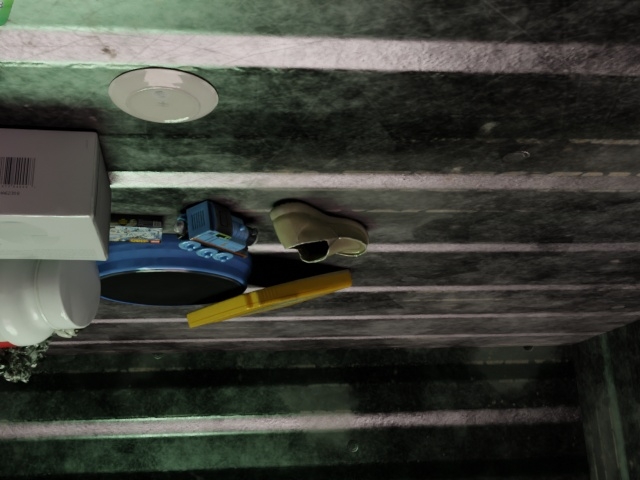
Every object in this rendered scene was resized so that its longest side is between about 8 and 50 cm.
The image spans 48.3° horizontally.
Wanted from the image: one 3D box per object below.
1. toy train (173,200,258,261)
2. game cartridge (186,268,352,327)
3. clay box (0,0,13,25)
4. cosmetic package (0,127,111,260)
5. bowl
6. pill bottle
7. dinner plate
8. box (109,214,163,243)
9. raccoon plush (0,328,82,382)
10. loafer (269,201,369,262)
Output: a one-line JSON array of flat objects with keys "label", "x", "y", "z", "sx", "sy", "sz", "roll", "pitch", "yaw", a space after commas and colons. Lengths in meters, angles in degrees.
[{"label": "toy train", "x": -0.197, "y": -0.013, "z": 1.377, "sx": 0.105, "sy": 0.080, "sz": 0.184, "roll": -19, "pitch": 157, "yaw": 28}, {"label": "game cartridge", "x": -0.126, "y": 0.148, "z": 1.787, "sx": 0.324, "sy": 0.052, "sz": 0.285, "roll": -12, "pitch": 173, "yaw": -43}, {"label": "clay box", "x": -0.375, "y": -0.260, "z": 0.607, "sx": 0.222, "sy": 0.053, "sz": 0.127, "roll": 8, "pitch": 158, "yaw": -32}, {"label": "cosmetic package", "x": -0.444, "y": -0.063, "z": 1.084, "sx": 0.224, "sy": 0.138, "sz": 0.224, "roll": 1, "pitch": 161, "yaw": -11}, {"label": "bowl", "x": -0.353, "y": 0.080, "z": 1.654, "sx": 0.392, "sy": 0.077, "sz": 0.391, "roll": -2, "pitch": 162, "yaw": -1}, {"label": "pill bottle", "x": -0.672, "y": 0.104, "z": 1.441, "sx": 0.408, "sy": 0.228, "sz": 0.229, "roll": -5, "pitch": 162, "yaw": 9}, {"label": "dinner plate", "x": -0.205, "y": -0.183, "z": 0.937, "sx": 0.141, "sy": 0.017, "sz": 0.141, "roll": -2, "pitch": 161, "yaw": -1}, {"label": "box", "x": -0.380, "y": -0.023, "z": 1.403, "sx": 0.137, "sy": 0.027, "sz": 0.094, "roll": 3, "pitch": 161, "yaw": -14}, {"label": "raccoon plush", "x": -0.773, "y": 0.128, "z": 1.716, "sx": 0.447, "sy": 0.299, "sz": 0.216, "roll": 31, "pitch": 176, "yaw": -1}, {"label": "loafer", "x": 0.000, "y": 0.000, "z": 1.411, "sx": 0.102, "sy": 0.092, "sz": 0.269, "roll": -16, "pitch": 158, "yaw": 38}]
